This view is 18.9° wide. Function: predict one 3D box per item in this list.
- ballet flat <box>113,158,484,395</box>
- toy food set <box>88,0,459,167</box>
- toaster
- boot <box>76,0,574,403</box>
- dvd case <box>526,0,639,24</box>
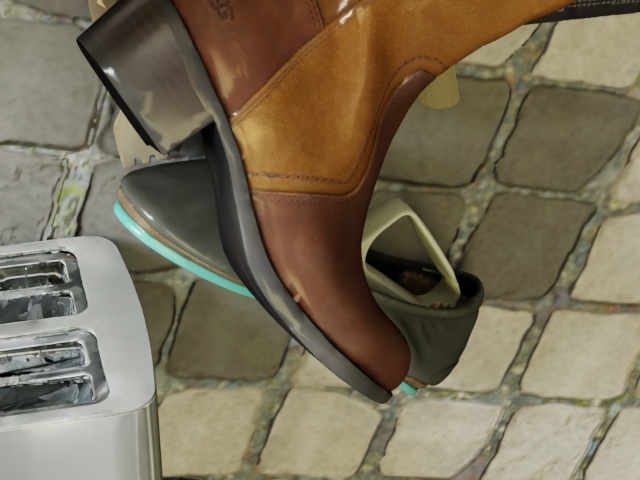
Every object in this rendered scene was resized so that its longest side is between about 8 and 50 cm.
[{"bbox_3d":[0.000,0.000,1.122,0.096,0.095,0.280,-49,136,10],"label":"ballet flat"},{"bbox_3d":[-0.027,-0.114,1.055,0.192,0.038,0.132,-10,124,0],"label":"toy food set"},{"bbox_3d":[-0.170,0.093,1.083,0.186,0.168,0.110,-7,129,-12],"label":"toaster"},{"bbox_3d":[0.056,-0.085,0.998,0.280,0.096,0.264,-36,103,-6],"label":"boot"},{"bbox_3d":[0.178,-0.198,1.057,0.221,0.018,0.164,-8,130,-11],"label":"dvd case"}]
